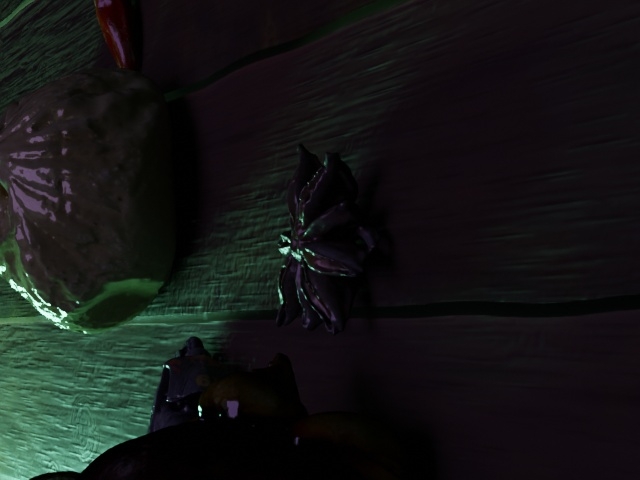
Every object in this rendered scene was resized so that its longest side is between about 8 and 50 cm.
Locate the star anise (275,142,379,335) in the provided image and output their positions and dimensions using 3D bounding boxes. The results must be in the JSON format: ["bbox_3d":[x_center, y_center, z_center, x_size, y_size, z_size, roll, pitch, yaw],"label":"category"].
[{"bbox_3d":[0.000,0.000,1.222,0.182,0.065,0.195,143,120,-61],"label":"star anise"}]

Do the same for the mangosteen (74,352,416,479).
[{"bbox_3d":[-0.069,0.260,1.103,0.307,0.307,0.347,-24,35,59],"label":"mangosteen"}]

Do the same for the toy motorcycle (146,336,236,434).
[{"bbox_3d":[-0.153,0.239,1.421,0.173,0.108,0.307,132,148,-61],"label":"toy motorcycle"}]

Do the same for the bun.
[{"bbox_3d":[-0.324,-0.056,1.664,0.352,0.227,0.349,-120,41,-49],"label":"bun"}]

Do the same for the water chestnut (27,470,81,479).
[{"bbox_3d":[-0.359,0.441,1.668,0.244,0.289,0.289,54,144,4],"label":"water chestnut"}]

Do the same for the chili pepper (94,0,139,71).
[{"bbox_3d":[-0.280,-0.305,1.796,0.059,0.050,0.191,-32,71,54],"label":"chili pepper"}]
